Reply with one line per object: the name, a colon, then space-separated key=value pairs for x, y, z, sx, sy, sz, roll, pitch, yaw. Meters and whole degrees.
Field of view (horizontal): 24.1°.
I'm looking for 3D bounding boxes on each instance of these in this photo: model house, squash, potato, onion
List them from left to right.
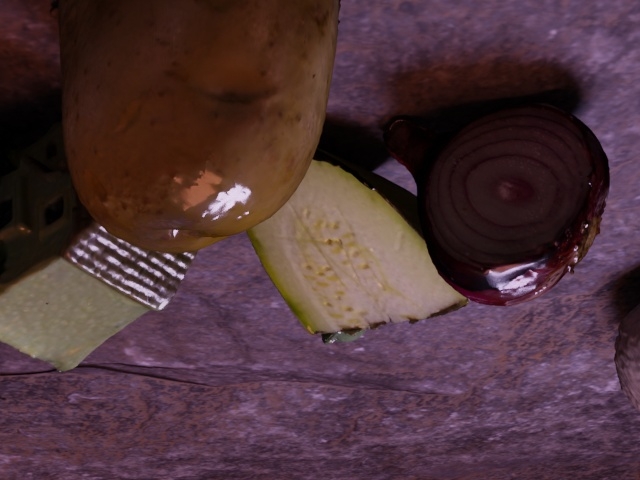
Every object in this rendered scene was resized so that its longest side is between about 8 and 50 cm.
model house: x=-0.218 y=-0.034 z=1.301 sx=0.189 sy=0.214 sz=0.195 roll=-27 pitch=138 yaw=23
potato: x=-0.096 y=-0.098 z=1.124 sx=0.242 sy=0.242 sz=0.285 roll=9 pitch=158 yaw=-29
squash: x=0.000 y=0.000 z=1.464 sx=0.237 sy=0.204 sz=0.155 roll=-15 pitch=178 yaw=43
onion: x=0.151 y=-0.043 z=1.380 sx=0.218 sy=0.195 sz=0.140 roll=26 pitch=169 yaw=23

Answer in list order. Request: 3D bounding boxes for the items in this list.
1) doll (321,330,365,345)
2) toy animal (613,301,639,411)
doll: x=0.064 y=0.065 z=1.761 sx=0.150 sy=0.077 sz=0.115 roll=-22 pitch=-169 yaw=16
toy animal: x=0.476 y=0.128 z=1.807 sx=0.226 sy=0.188 sz=0.358 roll=22 pitch=150 yaw=-27
